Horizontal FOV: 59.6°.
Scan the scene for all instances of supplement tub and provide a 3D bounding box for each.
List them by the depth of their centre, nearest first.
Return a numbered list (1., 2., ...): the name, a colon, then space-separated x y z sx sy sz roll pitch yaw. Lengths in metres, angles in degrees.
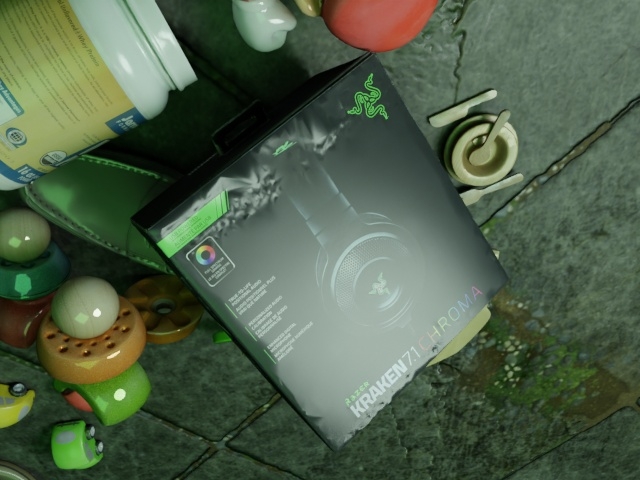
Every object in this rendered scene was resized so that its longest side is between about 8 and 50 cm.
1. supplement tub: -0.224 -0.148 0.480 0.200 0.144 0.144 -29 124 -3

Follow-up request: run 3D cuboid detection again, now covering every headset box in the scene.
1. headset box: 0.000 0.000 0.533 0.246 0.131 0.283 -40 110 -15

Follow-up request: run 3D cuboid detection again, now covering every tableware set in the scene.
1. tableware set: 0.137 -0.077 0.642 0.194 0.039 0.128 -24 118 10

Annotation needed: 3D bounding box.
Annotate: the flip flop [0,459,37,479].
1. flip flop: -0.552 0.375 0.858 0.112 0.080 0.277 -29 123 13

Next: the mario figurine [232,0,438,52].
1. mario figurine: -0.026 -0.292 0.457 0.320 0.170 0.198 45 146 -19

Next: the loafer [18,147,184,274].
1. loafer: -0.152 -0.019 0.598 0.320 0.111 0.111 18 91 -22

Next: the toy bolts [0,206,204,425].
1. toy bolts: -0.254 0.046 0.618 0.229 0.218 0.158 24 131 18

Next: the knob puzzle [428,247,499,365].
1. knob puzzle: 0.133 0.088 0.756 0.213 0.030 0.213 -2 109 -5

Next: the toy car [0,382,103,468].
1. toy car: -0.382 0.275 0.824 0.239 0.053 0.224 -9 125 0

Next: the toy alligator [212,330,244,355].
1. toy alligator: -0.049 0.117 0.757 0.190 0.056 0.051 -13 165 3
